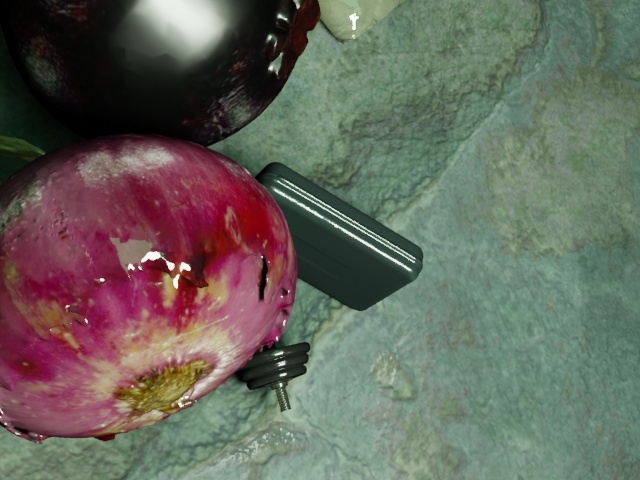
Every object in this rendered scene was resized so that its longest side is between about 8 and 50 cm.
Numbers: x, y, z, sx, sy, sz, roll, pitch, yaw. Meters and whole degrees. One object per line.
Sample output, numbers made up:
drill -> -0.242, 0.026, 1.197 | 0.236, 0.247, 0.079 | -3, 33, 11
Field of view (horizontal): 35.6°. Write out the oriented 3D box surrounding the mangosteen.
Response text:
mangosteen -> -0.220, -0.291, 1.121 | 0.435, 0.382, 0.382 | 20, 64, 13

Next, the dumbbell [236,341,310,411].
dumbbell -> -0.069, 0.104, 1.207 | 0.099, 0.099, 0.208 | -11, 79, -28

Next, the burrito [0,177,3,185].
burrito -> -0.401, -0.097, 1.142 | 0.051, 0.042, 0.171 | -22, 89, -31

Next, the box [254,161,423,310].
box -> 0.000, 0.000, 1.236 | 0.230, 0.160, 0.050 | 30, 58, -15

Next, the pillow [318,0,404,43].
pillow -> 0.027, -0.374, 1.409 | 0.181, 0.078, 0.134 | 48, 64, -9

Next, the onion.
onion -> -0.199, 0.031, 1.031 | 0.358, 0.358, 0.345 | 9, 61, -23
